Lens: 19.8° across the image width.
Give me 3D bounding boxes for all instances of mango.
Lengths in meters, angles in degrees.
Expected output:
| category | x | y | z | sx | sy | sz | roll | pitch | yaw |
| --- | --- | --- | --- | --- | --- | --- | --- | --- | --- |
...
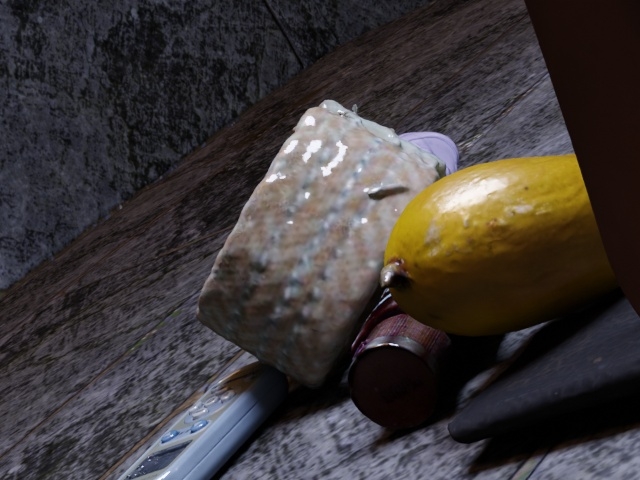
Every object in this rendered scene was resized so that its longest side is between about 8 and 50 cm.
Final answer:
| category | x | y | z | sx | sy | sz | roll | pitch | yaw |
| --- | --- | --- | --- | --- | --- | --- | --- | --- | --- |
| mango | 0.171 | -0.001 | 1.370 | 0.317 | 0.119 | 0.176 | -11 | -21 | -39 |

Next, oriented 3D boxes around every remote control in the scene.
| category | x | y | z | sx | sy | sz | roll | pitch | yaw |
| --- | --- | --- | --- | --- | --- | --- | --- | --- | --- |
| remote control | -0.104 | 0.177 | 1.605 | 0.087 | 0.047 | 0.244 | -19 | 15 | 37 |

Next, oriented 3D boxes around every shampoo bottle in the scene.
| category | x | y | z | sx | sy | sz | roll | pitch | yaw |
| --- | --- | --- | --- | --- | --- | --- | --- | --- | --- |
| shampoo bottle | 0.099 | 0.051 | 1.526 | 0.129 | 0.084 | 0.323 | -30 | 10 | 28 |

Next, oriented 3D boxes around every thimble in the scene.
| category | x | y | z | sx | sy | sz | roll | pitch | yaw |
| --- | --- | --- | --- | --- | --- | --- | --- | --- | --- |
| thimble | -0.003 | 0.005 | 1.621 | 0.229 | 0.148 | 0.196 | -63 | -4 | 26 |

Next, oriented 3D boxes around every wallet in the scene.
| category | x | y | z | sx | sy | sz | roll | pitch | yaw |
| --- | --- | --- | --- | --- | --- | --- | --- | --- | --- |
| wallet | 0.242 | 0.058 | 1.214 | 0.321 | 0.044 | 0.170 | -26 | 10 | 40 |

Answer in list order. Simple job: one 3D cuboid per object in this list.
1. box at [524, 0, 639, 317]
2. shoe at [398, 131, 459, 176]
| category | x | y | z | sx | sy | sz | roll | pitch | yaw |
| --- | --- | --- | --- | --- | --- | --- | --- | --- | --- |
| box | 0.268 | -0.089 | 0.938 | 0.229 | 0.339 | 0.239 | -28 | 34 | -6 |
| shoe | 0.104 | -0.056 | 2.004 | 0.137 | 0.095 | 0.245 | -16 | 21 | 42 |
